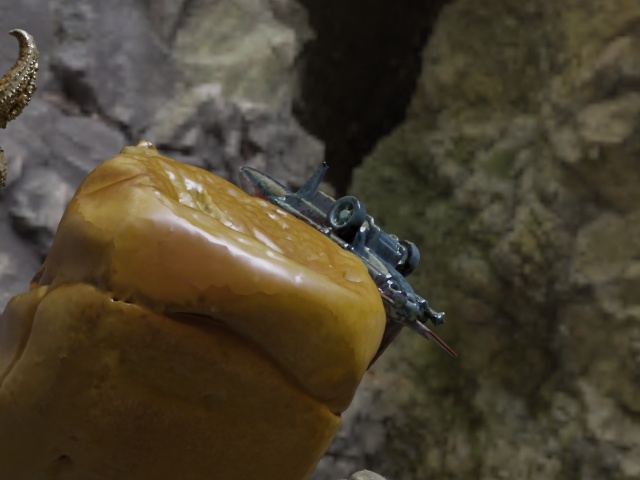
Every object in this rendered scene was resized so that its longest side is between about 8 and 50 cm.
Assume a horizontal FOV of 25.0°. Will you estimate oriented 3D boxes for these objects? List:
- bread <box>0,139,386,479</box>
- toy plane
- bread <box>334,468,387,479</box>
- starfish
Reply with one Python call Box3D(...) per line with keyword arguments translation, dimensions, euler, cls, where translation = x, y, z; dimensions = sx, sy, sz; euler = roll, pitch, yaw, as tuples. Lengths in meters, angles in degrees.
Box3D(translation=(-0.104, 0.104, 0.711), dimensions=(0.294, 0.167, 0.132), euler=(-57, -154, 19), cls="bread")
Box3D(translation=(0.005, -0.005, 1.350), dimensions=(0.104, 0.326, 0.223), euler=(-45, 133, 8), cls="toy plane")
Box3D(translation=(0.034, 0.303, 1.298), dimensions=(0.141, 0.148, 0.134), euler=(51, -12, 56), cls="bread")
Box3D(translation=(-0.371, -0.121, 1.463), dimensions=(0.238, 0.071, 0.216), euler=(-47, 146, -18), cls="starfish")
